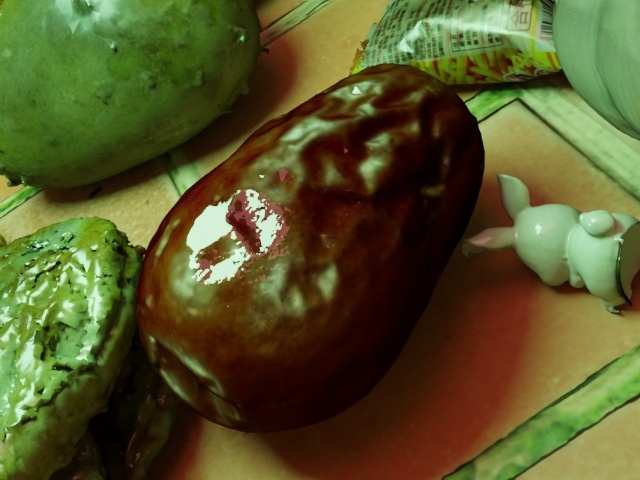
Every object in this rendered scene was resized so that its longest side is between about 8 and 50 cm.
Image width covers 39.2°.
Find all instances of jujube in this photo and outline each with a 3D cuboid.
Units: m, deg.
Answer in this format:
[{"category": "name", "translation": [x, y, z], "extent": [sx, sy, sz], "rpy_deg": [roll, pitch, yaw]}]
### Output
[{"category": "jujube", "translation": [0.000, 0.000, 0.704], "extent": [0.223, 0.223, 0.318], "rpy_deg": [18, 55, 40]}]

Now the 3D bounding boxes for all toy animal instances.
[{"category": "toy animal", "translation": [0.188, 0.003, 0.695], "extent": [0.124, 0.085, 0.071], "rpy_deg": [17, 79, 45]}]

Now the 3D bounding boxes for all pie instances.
[{"category": "pie", "translation": [-0.321, 0.145, 0.787], "extent": [0.418, 0.180, 0.395], "rpy_deg": [-12, 47, 25]}]

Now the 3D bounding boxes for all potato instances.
[{"category": "potato", "translation": [-0.251, -0.211, 1.015], "extent": [0.359, 0.219, 0.270], "rpy_deg": [-28, 88, 15]}]

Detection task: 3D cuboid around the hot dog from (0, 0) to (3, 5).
[{"category": "hot dog", "translation": [-0.508, -0.268, 1.317], "extent": [0.175, 0.114, 0.259], "rpy_deg": [-31, 41, 9]}]

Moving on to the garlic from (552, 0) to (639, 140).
[{"category": "garlic", "translation": [0.325, -0.189, 0.642], "extent": [0.322, 0.241, 0.322], "rpy_deg": [-35, 46, 46]}]

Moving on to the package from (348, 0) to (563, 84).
[{"category": "package", "translation": [0.163, -0.242, 0.903], "extent": [0.288, 0.108, 0.223], "rpy_deg": [3, 51, 34]}]

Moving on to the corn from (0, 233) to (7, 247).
[{"category": "corn", "translation": [-0.473, 0.094, 0.975], "extent": [0.115, 0.115, 0.318], "rpy_deg": [18, 61, 40]}]
